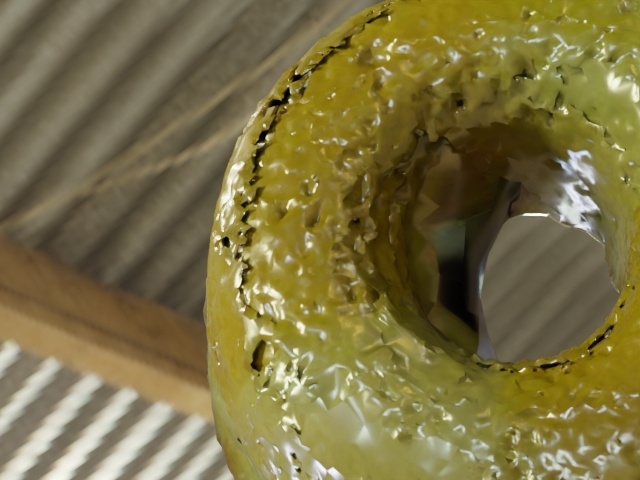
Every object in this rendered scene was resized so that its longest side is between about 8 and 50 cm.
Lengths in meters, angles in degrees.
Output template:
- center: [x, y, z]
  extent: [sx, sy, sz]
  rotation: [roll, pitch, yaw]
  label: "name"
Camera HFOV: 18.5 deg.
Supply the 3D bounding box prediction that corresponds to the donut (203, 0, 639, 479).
- center: [0.075, 0.011, 0.731]
  extent: [0.272, 0.272, 0.107]
  rotation: [-33, -24, -9]
  label: "donut"
